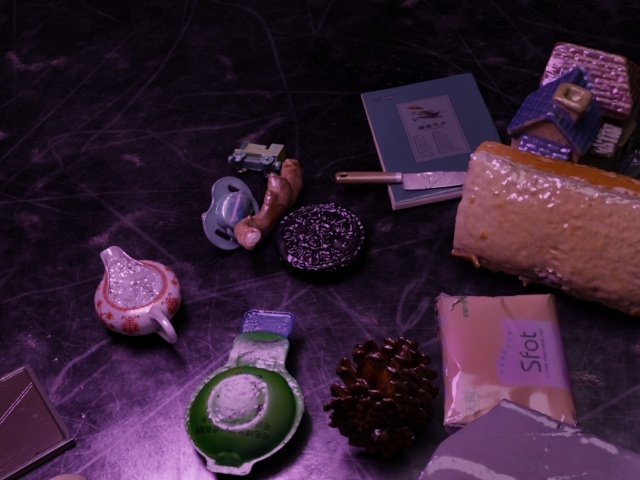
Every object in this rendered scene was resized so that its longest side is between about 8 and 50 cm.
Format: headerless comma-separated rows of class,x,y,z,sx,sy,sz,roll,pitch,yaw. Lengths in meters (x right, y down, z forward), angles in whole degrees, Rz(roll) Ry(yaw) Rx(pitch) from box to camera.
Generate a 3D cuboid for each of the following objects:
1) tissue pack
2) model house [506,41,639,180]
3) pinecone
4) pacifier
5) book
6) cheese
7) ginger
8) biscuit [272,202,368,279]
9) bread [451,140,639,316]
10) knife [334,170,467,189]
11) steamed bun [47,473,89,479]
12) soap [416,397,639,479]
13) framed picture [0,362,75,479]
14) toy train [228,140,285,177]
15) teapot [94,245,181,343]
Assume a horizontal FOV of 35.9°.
tissue pack,0.298,0.214,1.618,0.215,0.123,0.256,-1,52,1
model house,0.509,-0.210,1.885,0.261,0.266,0.321,21,50,23
pinecone,0.100,0.242,1.587,0.195,0.179,0.150,-46,32,-15
pacifier,-0.189,-0.049,1.976,0.116,0.127,0.150,-14,63,50
book,0.246,-0.221,2.107,0.264,0.031,0.379,-9,46,-1
cheese,-0.118,0.251,1.671,0.204,0.083,0.320,3,49,14
ginger,-0.097,-0.075,1.956,0.075,0.089,0.288,2,33,26
biscuit,0.000,0.000,1.916,0.194,0.053,0.194,-4,47,4
bread,0.427,-0.019,1.754,0.375,0.236,0.165,20,27,23
knife,0.176,-0.121,1.993,0.298,0.017,0.047,0,49,7
steamed bun,-0.384,0.477,1.412,0.155,0.200,0.250,-11,43,-1
soap,0.244,0.457,1.335,0.350,0.213,0.435,22,52,28
framed picture,-0.593,0.350,1.693,0.289,0.016,0.213,-30,49,-19
toy train,-0.134,-0.176,2.109,0.122,0.050,0.081,10,44,18
teapot,-0.329,0.113,1.819,0.159,0.116,0.245,-27,45,-34
